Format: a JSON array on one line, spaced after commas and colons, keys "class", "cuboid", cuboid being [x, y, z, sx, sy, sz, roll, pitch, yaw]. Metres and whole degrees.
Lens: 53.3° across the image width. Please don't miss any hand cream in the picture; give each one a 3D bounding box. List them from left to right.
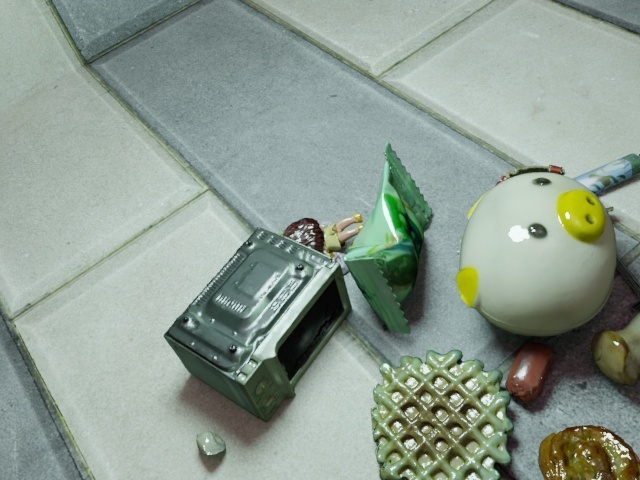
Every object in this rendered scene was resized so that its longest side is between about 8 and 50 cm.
[{"class": "hand cream", "cuboid": [0.726, -0.155, 1.645, 0.255, 0.055, 0.088, -25, 57, 2]}]

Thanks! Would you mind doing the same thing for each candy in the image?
[{"class": "candy", "cuboid": [0.174, -0.015, 1.522, 0.171, 0.263, 0.398, 2, 51, 31]}]

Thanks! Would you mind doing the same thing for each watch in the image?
[{"class": "watch", "cuboid": [0.574, -0.112, 1.605, 0.268, 0.102, 0.165, -12, 71, 7]}]

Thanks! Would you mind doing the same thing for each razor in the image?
[{"class": "razor", "cuboid": [0.699, 0.073, 1.469, 0.068, 0.037, 0.191, -49, 38, 28]}]

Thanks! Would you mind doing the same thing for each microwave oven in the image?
[{"class": "microwave oven", "cuboid": [-0.139, 0.177, 1.471, 0.286, 0.219, 0.355, 25, 61, 28]}]

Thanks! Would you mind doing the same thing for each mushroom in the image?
[{"class": "mushroom", "cuboid": [0.748, 0.168, 1.319, 0.407, 0.138, 0.154, -18, 62, -10]}]

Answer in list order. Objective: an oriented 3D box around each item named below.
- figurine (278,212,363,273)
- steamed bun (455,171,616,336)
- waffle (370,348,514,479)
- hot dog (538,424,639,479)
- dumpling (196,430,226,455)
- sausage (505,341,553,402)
[{"class": "figurine", "cuboid": [-0.002, 0.000, 1.648, 0.239, 0.116, 0.175, -14, 50, 2]}, {"class": "steamed bun", "cuboid": [0.467, 0.028, 1.386, 0.333, 0.334, 0.374, 5, 48, 17]}, {"class": "waffle", "cuboid": [0.247, 0.371, 1.319, 0.291, 0.056, 0.309, -4, 51, 12]}, {"class": "hot dog", "cuboid": [0.494, 0.453, 1.145, 0.175, 0.114, 0.259, -6, 45, 5]}, {"class": "dumpling", "cuboid": [-0.238, 0.438, 1.389, 0.057, 0.076, 0.052, -19, 83, -26]}, {"class": "sausage", "cuboid": [0.441, 0.274, 1.344, 0.076, 0.076, 0.141, 22, 61, 28]}]
